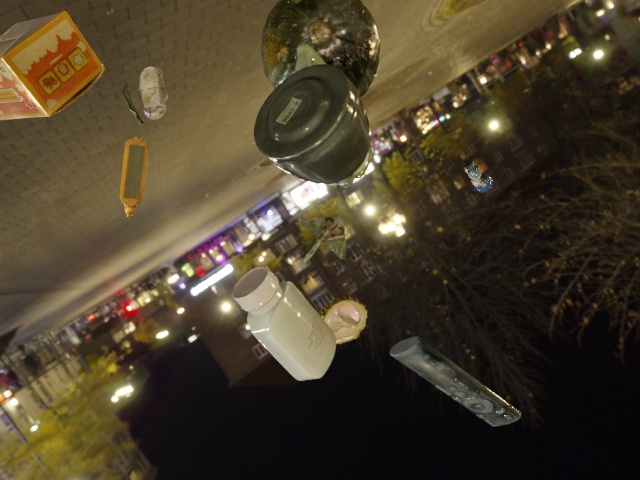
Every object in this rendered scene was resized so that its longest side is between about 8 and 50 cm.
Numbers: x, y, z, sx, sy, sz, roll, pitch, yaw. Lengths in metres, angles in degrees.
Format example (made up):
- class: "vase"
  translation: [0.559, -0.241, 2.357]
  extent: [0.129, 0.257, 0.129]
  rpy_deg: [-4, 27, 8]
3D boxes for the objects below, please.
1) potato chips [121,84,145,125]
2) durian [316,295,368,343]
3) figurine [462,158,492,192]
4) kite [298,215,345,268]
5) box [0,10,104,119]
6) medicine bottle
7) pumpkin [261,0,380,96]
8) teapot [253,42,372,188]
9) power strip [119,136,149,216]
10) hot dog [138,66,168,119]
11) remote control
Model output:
- class: "potato chips"
  translation: [-0.650, -0.477, 1.800]
  extent: [0.028, 0.207, 0.092]
  rpy_deg: [-28, 149, -3]
- class: "durian"
  translation: [0.050, 0.285, 1.854]
  extent: [0.249, 0.183, 0.138]
  rpy_deg: [-12, -174, -28]
- class: "figurine"
  translation: [0.609, -0.252, 2.045]
  extent: [0.087, 0.149, 0.086]
  rpy_deg: [-24, -150, 25]
- class: "kite"
  translation: [0.000, 0.000, 1.882]
  extent: [0.250, 0.229, 0.012]
  rpy_deg: [-49, 171, -18]
- class: "box"
  translation: [-0.873, -0.520, 1.596]
  extent: [0.283, 0.214, 0.259]
  rpy_deg: [6, -129, 33]
- class: "medicine bottle"
  translation: [-0.085, 0.200, 1.281]
  extent: [0.111, 0.296, 0.161]
  rpy_deg: [-17, -146, 33]
- class: "pumpkin"
  translation: [0.001, -0.698, 1.919]
  extent: [0.454, 0.454, 0.344]
  rpy_deg: [-33, 179, -8]
- class: "teapot"
  translation: [-0.010, -0.255, 1.200]
  extent: [0.239, 0.321, 0.239]
  rpy_deg: [-41, 140, 8]
- class: "power strip"
  translation: [-0.410, -0.139, 1.151]
  extent: [0.049, 0.178, 0.028]
  rpy_deg: [6, -169, -25]
- class: "hot dog"
  translation: [-0.585, -0.514, 1.836]
  extent: [0.099, 0.192, 0.053]
  rpy_deg: [-14, 171, 10]
- class: "remote control"
  translation: [0.348, 0.367, 1.344]
  extent: [0.107, 0.377, 0.044]
  rpy_deg: [-33, -154, 48]
